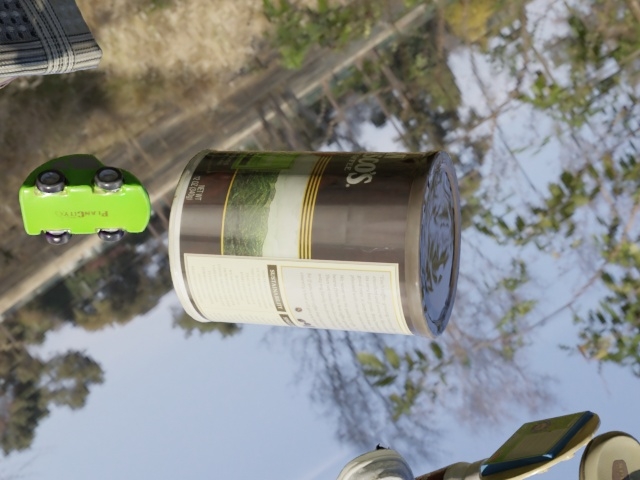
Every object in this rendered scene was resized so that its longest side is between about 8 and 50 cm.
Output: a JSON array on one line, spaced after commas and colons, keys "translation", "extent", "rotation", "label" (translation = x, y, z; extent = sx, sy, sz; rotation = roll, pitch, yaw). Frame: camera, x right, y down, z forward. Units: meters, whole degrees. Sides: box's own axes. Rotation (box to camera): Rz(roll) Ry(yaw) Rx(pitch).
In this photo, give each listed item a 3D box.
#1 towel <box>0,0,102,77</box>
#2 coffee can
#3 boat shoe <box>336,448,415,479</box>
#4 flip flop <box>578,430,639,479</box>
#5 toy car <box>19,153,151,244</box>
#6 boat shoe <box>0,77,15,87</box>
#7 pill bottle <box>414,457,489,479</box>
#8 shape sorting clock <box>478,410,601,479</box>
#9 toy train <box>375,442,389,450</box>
[{"translation": [-0.391, -0.314, 1.047], "extent": [0.056, 0.324, 0.312], "rotation": [-28, 174, 38], "label": "towel"}, {"translation": [0.000, 0.000, 1.134], "extent": [0.275, 0.201, 0.201], "rotation": [2, -153, 19], "label": "coffee can"}, {"translation": [0.079, 0.386, 1.164], "extent": [0.118, 0.320, 0.103], "rotation": [-10, -158, -22], "label": "boat shoe"}, {"translation": [0.346, 0.340, 1.090], "extent": [0.112, 0.277, 0.080], "rotation": [3, 164, -30], "label": "flip flop"}, {"translation": [-0.244, -0.033, 0.789], "extent": [0.225, 0.239, 0.053], "rotation": [-1, -136, -9], "label": "toy car"}, {"translation": [-0.634, -0.283, 1.782], "extent": [0.324, 0.122, 0.120], "rotation": [-29, -179, -39], "label": "boat shoe"}, {"translation": [0.239, 0.477, 1.887], "extent": [0.221, 0.121, 0.121], "rotation": [-31, -168, 38], "label": "pill bottle"}, {"translation": [0.336, 0.320, 1.576], "extent": [0.206, 0.040, 0.206], "rotation": [-26, -177, 2], "label": "shape sorting clock"}, {"translation": [0.110, 0.399, 1.892], "extent": [0.158, 0.027, 0.036], "rotation": [83, 28, -73], "label": "toy train"}]
